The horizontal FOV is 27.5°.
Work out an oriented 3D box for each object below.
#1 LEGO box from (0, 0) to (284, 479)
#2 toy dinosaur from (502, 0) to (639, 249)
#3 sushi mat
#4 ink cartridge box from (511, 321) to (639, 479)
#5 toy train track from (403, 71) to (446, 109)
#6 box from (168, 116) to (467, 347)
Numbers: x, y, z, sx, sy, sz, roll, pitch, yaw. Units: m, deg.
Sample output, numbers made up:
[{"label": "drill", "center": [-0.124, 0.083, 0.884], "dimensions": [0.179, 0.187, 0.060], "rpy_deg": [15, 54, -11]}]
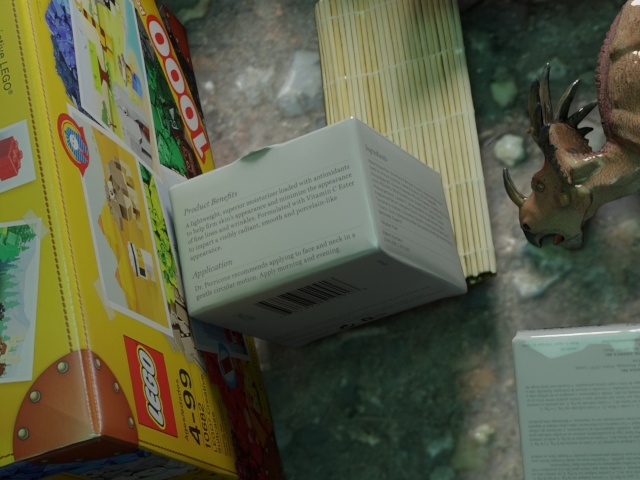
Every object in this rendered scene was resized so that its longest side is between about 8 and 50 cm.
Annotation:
[{"label": "LEGO box", "center": [-0.224, -0.019, 1.101], "dimensions": [0.193, 0.372, 0.500], "rpy_deg": [-19, 68, 12]}, {"label": "toy dinosaur", "center": [0.275, -0.136, 1.107], "dimensions": [0.200, 0.127, 0.295], "rpy_deg": [15, 73, 30]}, {"label": "sushi mat", "center": [0.072, -0.098, 1.205], "dimensions": [0.151, 0.019, 0.316], "rpy_deg": [-15, 68, 24]}, {"label": "ink cartridge box", "center": [0.257, 0.183, 1.058], "dimensions": [0.189, 0.066, 0.232], "rpy_deg": [-5, 93, 18]}, {"label": "toy train track", "center": [0.092, -0.151, 1.231], "dimensions": [0.048, 0.014, 0.083], "rpy_deg": [-40, 59, 12]}, {"label": "box", "center": [0.000, 0.000, 1.098], "dimensions": [0.181, 0.182, 0.119], "rpy_deg": [-19, 69, 24]}]
